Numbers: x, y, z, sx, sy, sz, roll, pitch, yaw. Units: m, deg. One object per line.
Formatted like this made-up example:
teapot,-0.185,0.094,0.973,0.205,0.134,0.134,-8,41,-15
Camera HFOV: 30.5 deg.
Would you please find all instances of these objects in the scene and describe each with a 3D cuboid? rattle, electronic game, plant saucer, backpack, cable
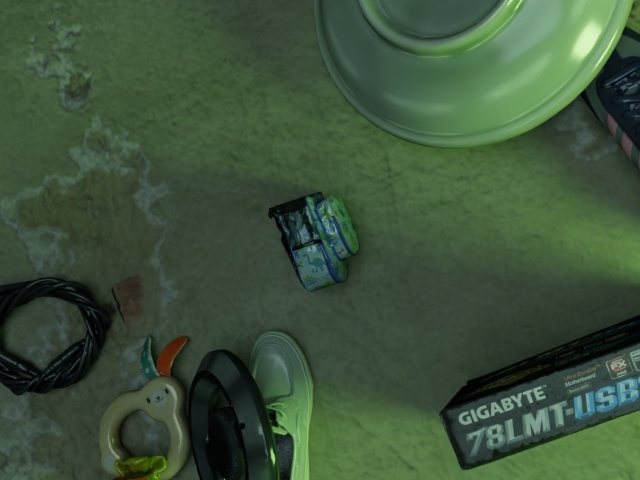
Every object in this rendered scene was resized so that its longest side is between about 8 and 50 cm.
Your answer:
rattle,-0.230,0.219,1.460,0.130,0.143,0.199,25,102,30
electronic game,-0.104,0.243,1.402,0.048,0.229,0.229,-9,88,-26
plant saucer,0.150,-0.308,1.334,0.401,0.100,0.400,-4,82,29
backpack,0.000,0.000,1.421,0.084,0.105,0.114,-17,92,13
cable,-0.363,0.125,1.531,0.185,0.047,0.150,-8,89,12

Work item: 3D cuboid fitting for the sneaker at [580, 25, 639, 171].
sneaker,0.393,-0.124,1.319,0.112,0.131,0.319,-38,82,11

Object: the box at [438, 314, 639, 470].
box,0.289,0.145,1.261,0.296,0.293,0.073,-22,87,12

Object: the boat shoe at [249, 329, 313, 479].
boat shoe,-0.053,0.226,1.444,0.079,0.081,0.227,-4,90,13
